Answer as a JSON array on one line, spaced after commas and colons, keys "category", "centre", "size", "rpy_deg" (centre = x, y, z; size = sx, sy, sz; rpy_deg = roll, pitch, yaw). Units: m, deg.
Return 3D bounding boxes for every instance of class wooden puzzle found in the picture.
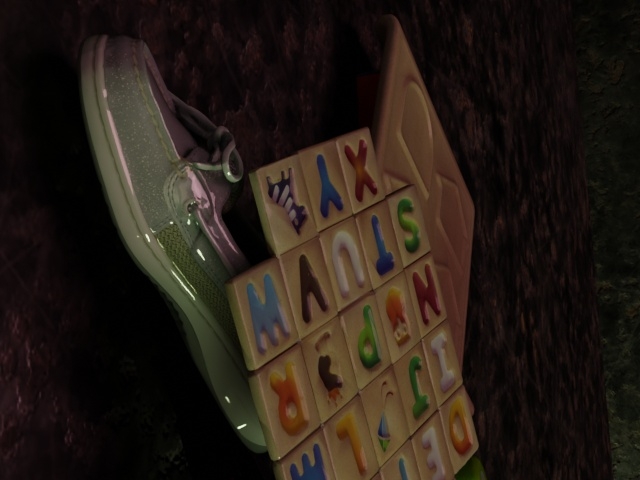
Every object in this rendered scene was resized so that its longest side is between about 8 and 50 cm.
[{"category": "wooden puzzle", "centre": [0.095, -0.022, 1.244], "size": [0.322, 0.081, 0.347], "rpy_deg": [60, 26, -46]}]

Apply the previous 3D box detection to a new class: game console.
[{"category": "game console", "centre": [-0.011, 0.282, 0.739], "size": [0.361, 0.044, 0.213], "rpy_deg": [-120, -174, -56]}]

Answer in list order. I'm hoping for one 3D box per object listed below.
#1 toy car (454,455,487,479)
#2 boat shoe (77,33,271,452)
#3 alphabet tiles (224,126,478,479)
[{"category": "toy car", "centre": [0.058, 0.160, 1.037], "size": [0.188, 0.155, 0.149], "rpy_deg": [-91, 160, -45]}, {"category": "boat shoe", "centre": [-0.066, -0.001, 0.766], "size": [0.118, 0.103, 0.320], "rpy_deg": [-104, 171, -69]}, {"category": "alphabet tiles", "centre": [0.037, 0.098, 0.799], "size": [0.285, 0.011, 0.342], "rpy_deg": [-28, 106, -60]}]
